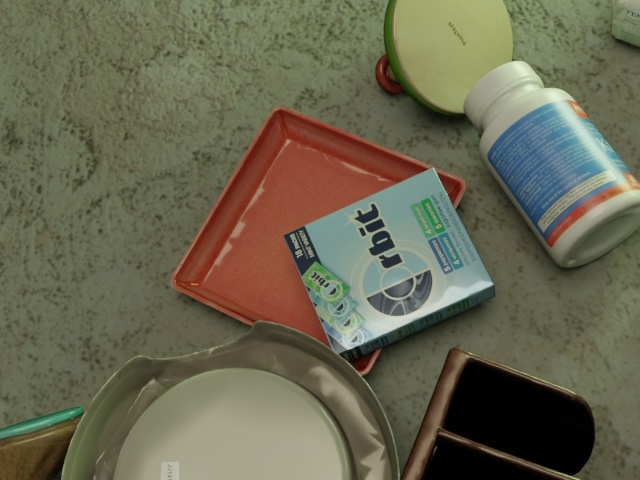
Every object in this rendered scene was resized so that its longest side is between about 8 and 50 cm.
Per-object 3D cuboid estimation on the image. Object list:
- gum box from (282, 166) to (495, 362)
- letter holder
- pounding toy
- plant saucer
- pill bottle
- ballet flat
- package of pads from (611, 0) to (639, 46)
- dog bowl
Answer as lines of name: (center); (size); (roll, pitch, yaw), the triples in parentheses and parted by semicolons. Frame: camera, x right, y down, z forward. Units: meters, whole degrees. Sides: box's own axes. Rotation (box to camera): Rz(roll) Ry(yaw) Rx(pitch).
gum box: (0.073, 0.027, 1.257); (0.184, 0.041, 0.157); (-24, 65, 0)
letter holder: (0.200, 0.242, 1.049); (0.214, 0.302, 0.152); (18, 71, 17)
pounding toy: (0.119, -0.260, 1.382); (0.183, 0.110, 0.237); (-23, 101, -32)
plant saucer: (0.000, 0.000, 1.330); (0.258, 0.048, 0.259); (24, 73, 18)
pill bottle: (0.254, -0.090, 1.282); (0.124, 0.124, 0.221); (-30, 66, -4)
ballet flat: (-0.400, 0.273, 1.257); (0.342, 0.116, 0.124); (-13, 85, 5)
package of pads: (0.496, -0.338, 1.360); (0.229, 0.101, 0.296); (23, 72, 18)
dog bowl: (-0.087, 0.261, 1.200); (0.348, 0.102, 0.349); (-4, 66, 8)
